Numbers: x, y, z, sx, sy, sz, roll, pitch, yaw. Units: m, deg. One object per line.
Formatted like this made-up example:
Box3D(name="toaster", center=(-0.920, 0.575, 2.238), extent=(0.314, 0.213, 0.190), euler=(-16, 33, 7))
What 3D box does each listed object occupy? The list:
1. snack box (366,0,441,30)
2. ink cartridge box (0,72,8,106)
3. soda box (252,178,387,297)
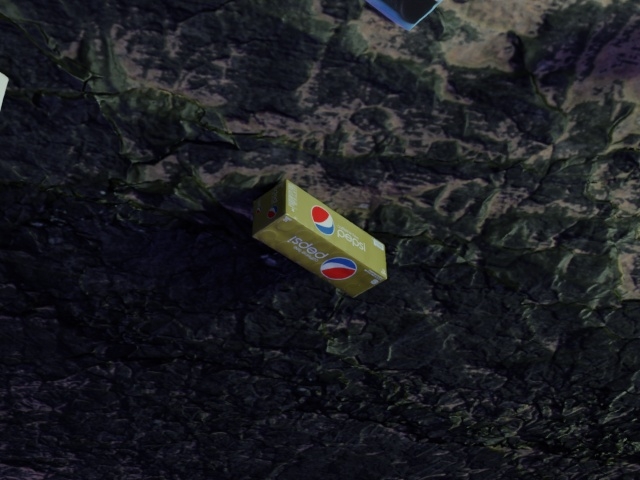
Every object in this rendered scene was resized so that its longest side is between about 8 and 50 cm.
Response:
Box3D(name="snack box", center=(0.151, -0.328, 0.777), extent=(0.060, 0.187, 0.322), euler=(27, 133, -30))
Box3D(name="ink cartridge box", center=(-0.554, -0.147, 0.997), extent=(0.279, 0.160, 0.384), euler=(-29, 133, 30))
Box3D(name="soda box", center=(0.000, 0.000, 1.272), extent=(0.061, 0.058, 0.181), euler=(-32, 131, 32))
